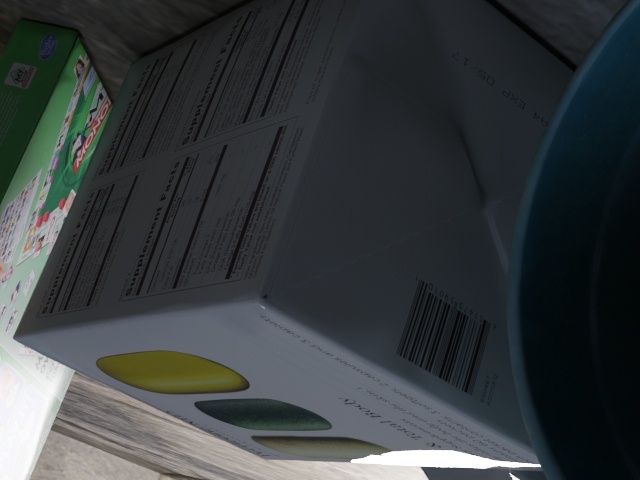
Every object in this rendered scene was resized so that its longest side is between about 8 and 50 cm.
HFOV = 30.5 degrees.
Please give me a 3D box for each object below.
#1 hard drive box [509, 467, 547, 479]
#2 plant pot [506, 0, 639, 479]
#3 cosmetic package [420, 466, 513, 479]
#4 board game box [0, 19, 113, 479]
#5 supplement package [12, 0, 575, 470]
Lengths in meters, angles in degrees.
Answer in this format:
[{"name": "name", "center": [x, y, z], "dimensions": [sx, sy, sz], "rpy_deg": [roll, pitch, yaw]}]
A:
[{"name": "hard drive box", "center": [0.231, 0.166, 0.634], "dimensions": [0.232, 0.089, 0.181], "rpy_deg": [30, 169, 25]}, {"name": "plant pot", "center": [0.257, 0.029, 0.450], "dimensions": [0.255, 0.271, 0.272], "rpy_deg": [18, 164, -39]}, {"name": "cosmetic package", "center": [0.109, 0.112, 0.837], "dimensions": [0.107, 0.127, 0.238], "rpy_deg": [-25, 129, 11]}, {"name": "board game box", "center": [-0.208, 0.046, 0.773], "dimensions": [0.046, 0.317, 0.213], "rpy_deg": [15, 158, 13]}, {"name": "supplement package", "center": [0.000, 0.000, 0.649], "dimensions": [0.199, 0.198, 0.263], "rpy_deg": [31, 156, -29]}]
